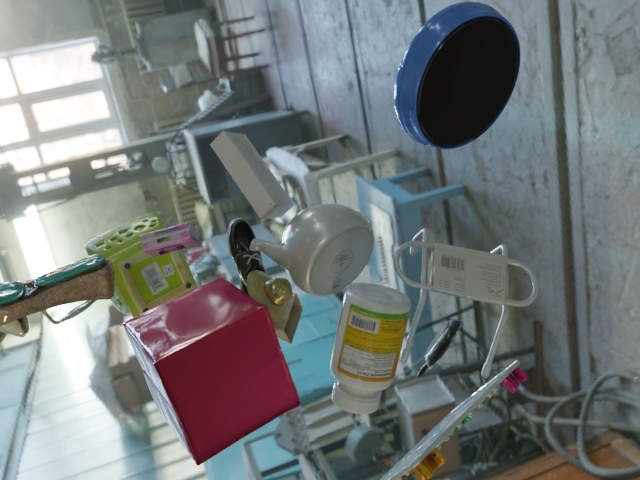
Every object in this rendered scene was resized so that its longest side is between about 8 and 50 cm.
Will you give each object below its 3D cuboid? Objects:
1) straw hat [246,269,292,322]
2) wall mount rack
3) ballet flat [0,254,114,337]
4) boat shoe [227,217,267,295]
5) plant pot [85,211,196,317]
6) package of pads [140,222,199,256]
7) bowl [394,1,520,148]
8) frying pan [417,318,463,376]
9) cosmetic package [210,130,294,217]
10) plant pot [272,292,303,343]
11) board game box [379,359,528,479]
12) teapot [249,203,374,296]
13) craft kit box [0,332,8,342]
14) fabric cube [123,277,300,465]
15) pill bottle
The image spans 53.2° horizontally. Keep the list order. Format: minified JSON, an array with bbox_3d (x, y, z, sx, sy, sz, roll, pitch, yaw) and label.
[{"bbox_3d":[-0.099,0.116,1.478,0.144,0.061,0.144,41,-150,-30],"label":"straw hat"},{"bbox_3d":[0.313,0.138,1.460,0.130,0.350,0.304,122,158,-66],"label":"wall mount rack"},{"bbox_3d":[-0.547,0.123,1.220,0.107,0.316,0.106,-139,36,-60],"label":"ballet flat"},{"bbox_3d":[-0.174,0.055,1.620,0.079,0.084,0.233,-5,99,59],"label":"boat shoe"},{"bbox_3d":[-0.491,0.078,1.787,0.207,0.227,0.228,22,136,56],"label":"plant pot"},{"bbox_3d":[-0.240,-0.001,1.024,0.050,0.083,0.032,67,-173,-73],"label":"package of pads"},{"bbox_3d":[0.371,-0.420,1.682,0.077,0.391,0.391,44,149,43],"label":"bowl"},{"bbox_3d":[0.396,0.354,2.156,0.053,0.197,0.326,34,163,6],"label":"frying pan"},{"bbox_3d":[-0.173,-0.164,1.603,0.239,0.060,0.099,55,-158,15],"label":"cosmetic package"},{"bbox_3d":[-0.116,0.200,1.706,0.109,0.096,0.109,75,-150,-61],"label":"plant pot"},{"bbox_3d":[0.297,0.483,1.551,0.050,0.390,0.390,48,148,16],"label":"board game box"},{"bbox_3d":[0.000,0.000,1.592,0.187,0.252,0.256,42,-178,36],"label":"teapot"},{"bbox_3d":[-0.919,0.301,1.596,0.061,0.250,0.246,34,166,5],"label":"craft kit box"},{"bbox_3d":[-0.235,0.266,1.376,0.258,0.254,0.259,20,130,58],"label":"fabric cube"},{"bbox_3d":[0.095,0.222,1.309,0.136,0.136,0.245,-138,57,-64],"label":"pill bottle"}]
